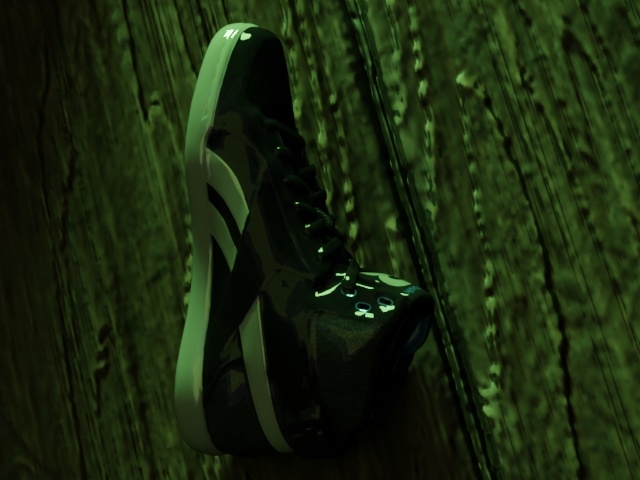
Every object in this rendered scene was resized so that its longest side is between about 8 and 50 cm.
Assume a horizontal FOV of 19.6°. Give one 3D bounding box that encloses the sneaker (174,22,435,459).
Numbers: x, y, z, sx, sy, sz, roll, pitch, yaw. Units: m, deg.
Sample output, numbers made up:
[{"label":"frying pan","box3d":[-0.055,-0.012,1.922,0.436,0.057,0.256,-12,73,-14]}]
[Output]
[{"label":"sneaker","box3d":[0.000,0.000,0.912,0.121,0.079,0.217,1,85,23]}]
